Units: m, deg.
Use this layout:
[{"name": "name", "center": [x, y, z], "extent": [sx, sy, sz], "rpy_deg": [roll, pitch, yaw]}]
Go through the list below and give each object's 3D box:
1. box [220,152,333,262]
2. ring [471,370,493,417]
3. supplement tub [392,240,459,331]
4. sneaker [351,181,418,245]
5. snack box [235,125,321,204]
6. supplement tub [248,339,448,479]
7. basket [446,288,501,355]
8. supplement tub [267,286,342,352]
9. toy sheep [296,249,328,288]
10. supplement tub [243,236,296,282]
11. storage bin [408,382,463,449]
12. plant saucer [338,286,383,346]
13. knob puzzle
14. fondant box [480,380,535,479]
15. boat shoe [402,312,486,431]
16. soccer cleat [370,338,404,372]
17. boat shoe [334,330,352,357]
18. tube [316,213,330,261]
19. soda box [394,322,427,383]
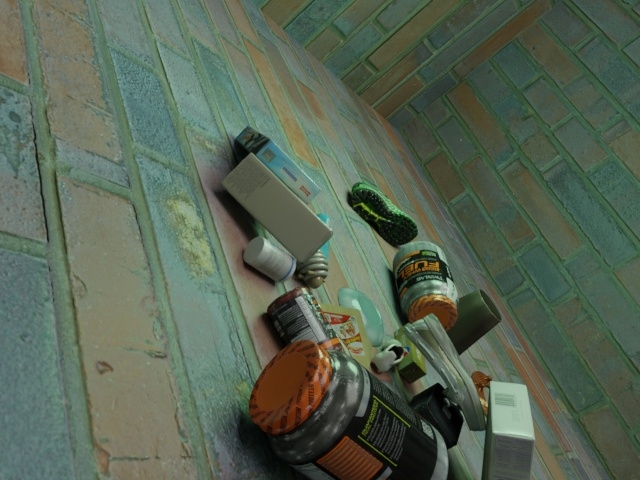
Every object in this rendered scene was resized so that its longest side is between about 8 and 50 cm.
[{"name": "box", "center": [-0.102, -0.075, 1.378], "extent": [0.275, 0.113, 0.094], "rpy_deg": [46, -1, 6]}, {"name": "ring", "center": [0.657, 0.617, 2.062], "extent": [0.336, 0.032, 0.336], "rpy_deg": [44, 22, -24]}, {"name": "supplement tub", "center": [0.353, 0.159, 1.928], "extent": [0.193, 0.194, 0.316], "rpy_deg": [43, 23, -25]}, {"name": "sneaker", "center": [0.256, -0.113, 2.237], "extent": [0.343, 0.134, 0.146], "rpy_deg": [42, 23, -25]}, {"name": "snack box", "center": [-0.122, -0.212, 1.557], "extent": [0.187, 0.060, 0.322], "rpy_deg": [44, 1, -24]}, {"name": "supplement tub", "center": [0.050, 0.334, 1.002], "extent": [0.338, 0.207, 0.207], "rpy_deg": [44, 23, -23]}, {"name": "basket", "center": [0.490, 0.282, 1.971], "extent": [0.154, 0.227, 0.204], "rpy_deg": [31, 30, -44]}, {"name": "supplement tub", "center": [-0.024, 0.202, 1.200], "extent": [0.197, 0.106, 0.106], "rpy_deg": [59, 22, 15]}, {"name": "toy sheep", "center": [-0.023, 0.060, 1.454], "extent": [0.091, 0.091, 0.132], "rpy_deg": [20, 56, -54]}, {"name": "supplement tub", "center": [-0.115, 0.045, 1.306], "extent": [0.107, 0.071, 0.071], "rpy_deg": [38, 26, -37]}, {"name": "storage bin", "center": [0.293, 0.461, 1.477], "extent": [0.122, 0.084, 0.180], "rpy_deg": [55, 22, 6]}, {"name": "plant saucer", "center": [0.126, 0.203, 1.603], "extent": [0.195, 0.037, 0.195], "rpy_deg": [42, 24, -24]}, {"name": "knob puzzle", "center": [0.051, 0.250, 1.377], "extent": [0.213, 0.030, 0.213], "rpy_deg": [30, 42, -31]}, {"name": "fondant box", "center": [0.447, 0.548, 1.390], "extent": [0.238, 0.096, 0.330], "rpy_deg": [-46, 137, -69]}, {"name": "boat shoe", "center": [0.329, 0.351, 1.497], "extent": [0.320, 0.103, 0.118], "rpy_deg": [64, 4, 14]}, {"name": "soccer cleat", "center": [0.198, 0.303, 1.539], "extent": [0.068, 0.076, 0.196], "rpy_deg": [56, 21, 9]}, {"name": "boat shoe", "center": [0.032, 0.277, 1.256], "extent": [0.072, 0.068, 0.190], "rpy_deg": [-27, 79, -37]}, {"name": "tube", "center": [0.000, 0.000, 1.654], "extent": [0.080, 0.052, 0.207], "rpy_deg": [38, 30, -22]}, {"name": "soda box", "center": [0.259, 0.324, 1.659], "extent": [0.061, 0.058, 0.181], "rpy_deg": [45, 23, -19]}]
